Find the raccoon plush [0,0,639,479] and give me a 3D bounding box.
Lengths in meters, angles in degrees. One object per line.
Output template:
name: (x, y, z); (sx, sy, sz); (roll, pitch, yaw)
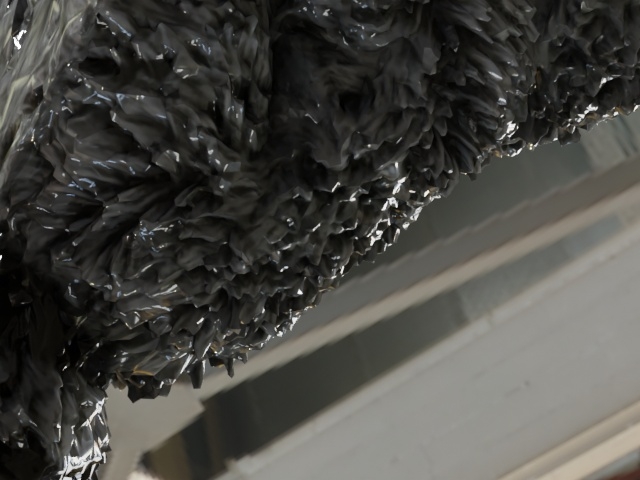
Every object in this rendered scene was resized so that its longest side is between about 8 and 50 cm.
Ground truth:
raccoon plush: (0.000, 0.000, 0.618); (0.299, 0.446, 0.216); (17, -173, -25)
